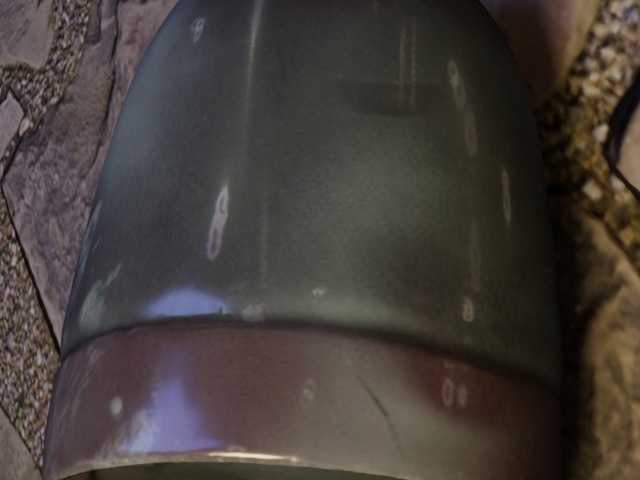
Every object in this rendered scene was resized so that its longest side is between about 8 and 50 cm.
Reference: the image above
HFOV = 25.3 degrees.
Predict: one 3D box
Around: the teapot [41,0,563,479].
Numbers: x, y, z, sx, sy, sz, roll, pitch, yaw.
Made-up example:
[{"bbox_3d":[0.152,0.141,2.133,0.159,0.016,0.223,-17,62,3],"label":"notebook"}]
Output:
[{"bbox_3d":[0.000,0.000,0.730,0.315,0.233,0.312,105,171,-68],"label":"teapot"}]
